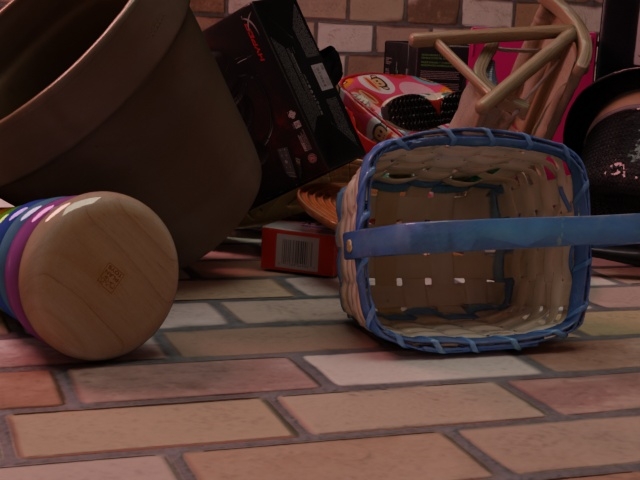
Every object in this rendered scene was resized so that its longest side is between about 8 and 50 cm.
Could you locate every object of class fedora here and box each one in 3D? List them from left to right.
[{"bbox_3d":[0.440,-0.059,1.456,0.334,0.334,0.152,11,47,37],"label":"fedora"}]

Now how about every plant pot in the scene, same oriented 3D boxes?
[{"bbox_3d":[-0.215,-0.121,1.244,0.280,0.323,0.323,48,-18,-32],"label":"plant pot"}]

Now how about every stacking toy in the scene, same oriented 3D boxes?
[{"bbox_3d":[-0.271,0.015,1.066,0.141,0.141,0.330,-6,9,-38],"label":"stacking toy"}]

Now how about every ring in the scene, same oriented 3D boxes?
[{"bbox_3d":[0.133,-0.003,1.346,0.336,0.032,0.336,14,13,-3],"label":"ring"}]

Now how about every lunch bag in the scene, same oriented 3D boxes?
[{"bbox_3d":[0.149,-0.150,1.804,0.258,0.120,0.293,-9,44,-44],"label":"lunch bag"}]

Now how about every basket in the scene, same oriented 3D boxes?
[{"bbox_3d":[0.137,-0.001,1.026,0.255,0.201,0.289,0,1,-22],"label":"basket"}]

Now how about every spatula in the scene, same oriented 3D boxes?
[{"bbox_3d":[0.298,-0.004,1.394,0.296,0.030,0.084,15,12,-1],"label":"spatula"}]

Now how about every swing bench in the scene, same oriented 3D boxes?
[{"bbox_3d":[0.233,-0.170,1.572,0.255,0.253,0.165,-22,57,-28],"label":"swing bench"}]

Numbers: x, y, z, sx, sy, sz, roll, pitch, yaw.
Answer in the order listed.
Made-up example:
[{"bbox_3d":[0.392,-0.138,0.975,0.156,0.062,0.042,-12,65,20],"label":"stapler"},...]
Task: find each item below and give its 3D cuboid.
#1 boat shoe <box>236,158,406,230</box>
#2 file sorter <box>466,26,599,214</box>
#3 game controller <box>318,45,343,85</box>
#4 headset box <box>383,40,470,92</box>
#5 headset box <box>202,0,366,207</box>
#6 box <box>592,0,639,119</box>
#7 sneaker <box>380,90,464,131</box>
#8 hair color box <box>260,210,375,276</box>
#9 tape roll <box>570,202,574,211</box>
[{"bbox_3d":[-0.008,-0.056,1.567,0.277,0.098,0.096,0,-8,12],"label":"boat shoe"},{"bbox_3d":[0.360,-0.202,1.950,0.202,0.290,0.182,7,8,20],"label":"file sorter"},{"bbox_3d":[-0.091,-0.166,1.729,0.067,0.319,0.166,46,17,6],"label":"game controller"},{"bbox_3d":[0.199,-0.242,2.134,0.131,0.283,0.246,0,10,-10],"label":"headset box"},{"bbox_3d":[-0.124,-0.140,1.441,0.293,0.218,0.110,-23,3,32],"label":"headset box"},{"bbox_3d":[0.518,-0.320,1.681,0.212,0.293,0.395,6,11,14],"label":"box"},{"bbox_3d":[0.143,-0.188,1.709,0.161,0.057,0.075,-12,4,-34],"label":"sneaker"},{"bbox_3d":[0.000,0.000,1.399,0.093,0.053,0.167,7,9,17],"label":"hair color box"},{"bbox_3d":[0.503,-0.098,1.743,0.246,0.169,0.246,3,10,-1],"label":"tape roll"}]
